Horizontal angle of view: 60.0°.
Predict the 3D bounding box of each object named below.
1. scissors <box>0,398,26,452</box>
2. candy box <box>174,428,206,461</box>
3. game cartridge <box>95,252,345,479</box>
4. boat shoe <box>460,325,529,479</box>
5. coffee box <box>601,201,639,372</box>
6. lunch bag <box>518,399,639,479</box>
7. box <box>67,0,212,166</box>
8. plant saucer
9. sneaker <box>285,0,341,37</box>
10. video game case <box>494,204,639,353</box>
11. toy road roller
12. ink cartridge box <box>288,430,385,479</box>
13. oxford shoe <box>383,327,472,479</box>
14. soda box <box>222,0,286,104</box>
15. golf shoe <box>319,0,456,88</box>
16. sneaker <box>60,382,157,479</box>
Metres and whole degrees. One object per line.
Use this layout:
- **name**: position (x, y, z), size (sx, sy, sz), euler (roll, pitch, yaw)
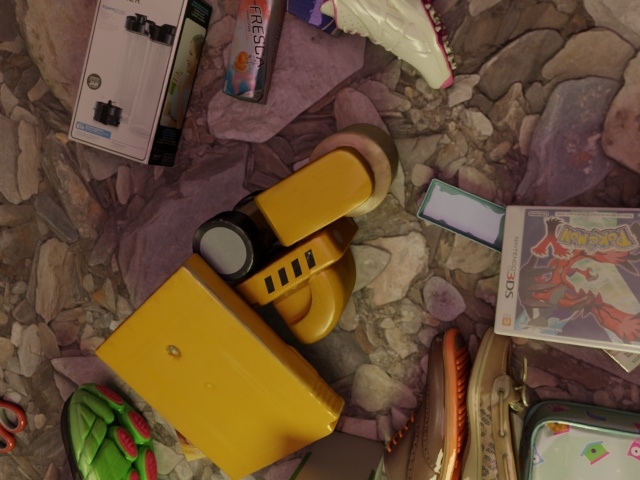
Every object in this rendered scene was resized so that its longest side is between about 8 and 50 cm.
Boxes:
- **scissors**: position (-0.715, 0.303, 1.144), size (0.297, 0.021, 0.109), euler (46, 106, 6)
- **candy box**: position (-0.166, 0.308, 0.977), size (0.187, 0.053, 0.109), euler (-21, 90, 17)
- **game cartridge**: position (-0.157, 0.209, 0.849), size (0.323, 0.052, 0.285), euler (46, 124, -9)
- **boat shoe**: position (0.261, 0.268, 0.798), size (0.089, 0.104, 0.285), euler (1, 73, 29)
- **coffee box**: position (0.452, 0.040, 0.762), size (0.141, 0.098, 0.246), euler (45, 104, 11)
- **lunch bag**: position (0.401, 0.384, 0.800), size (0.224, 0.108, 0.279), euler (4, 96, 14)
- **box**: position (-0.311, -0.289, 0.952), size (0.169, 0.087, 0.289), euler (20, 99, 13)
- **plant saucer**: position (0.249, -0.030, 0.856), size (0.192, 0.018, 0.067), euler (25, 100, 13)
- **sneaker**: position (0.023, -0.478, 0.797), size (0.127, 0.182, 0.315), euler (28, 101, 13)
- **video game case**: position (0.341, 0.045, 0.733), size (0.201, 0.023, 0.183), euler (4, 82, 30)
- **toy road roller**: position (0.000, 0.000, 0.839), size (0.330, 0.202, 0.240), euler (-32, 98, 20)
- **ink cartridge box**: position (0.012, 0.474, 0.864), size (0.117, 0.201, 0.278), euler (9, 97, 15)
- **oxford shoe**: position (0.160, 0.312, 0.854), size (0.133, 0.130, 0.363), euler (5, 90, 28)
- **soda box**: position (-0.106, -0.321, 0.906), size (0.058, 0.063, 0.183), euler (14, 98, 14)
- **golf shoe**: position (0.085, -0.329, 0.784), size (0.140, 0.115, 0.306), euler (-25, 125, 25)
- **sneaker**: position (-0.390, 0.498, 0.987), size (0.202, 0.185, 0.482), euler (-14, 90, 12)
